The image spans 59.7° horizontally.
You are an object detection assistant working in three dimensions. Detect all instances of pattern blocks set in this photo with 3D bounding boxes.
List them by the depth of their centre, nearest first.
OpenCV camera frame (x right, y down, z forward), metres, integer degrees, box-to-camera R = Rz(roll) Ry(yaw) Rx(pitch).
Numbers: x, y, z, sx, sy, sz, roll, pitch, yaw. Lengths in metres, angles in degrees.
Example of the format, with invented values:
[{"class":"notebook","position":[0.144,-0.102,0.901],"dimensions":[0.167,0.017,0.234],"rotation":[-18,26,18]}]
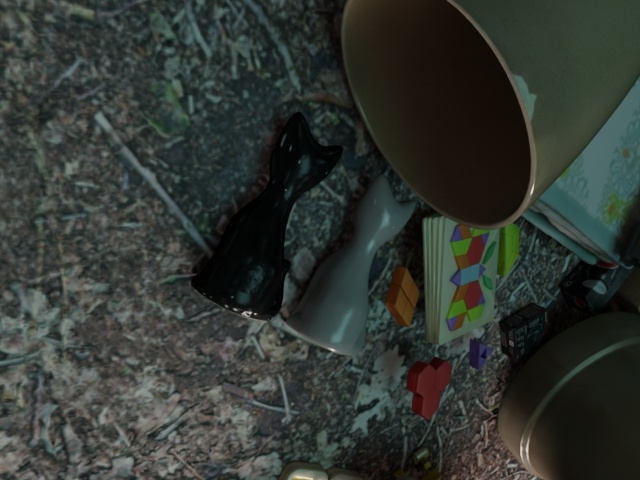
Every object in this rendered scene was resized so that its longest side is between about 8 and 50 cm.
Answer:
[{"class":"pattern blocks set","position":[0.187,0.042,0.730],"dimensions":[0.285,0.026,0.324],"rotation":[-30,119,-37]}]

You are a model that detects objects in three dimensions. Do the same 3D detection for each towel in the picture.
[{"class":"towel","position":[0.396,-0.152,0.777],"dimensions":[0.374,0.090,0.320],"rotation":[25,87,-40]}]

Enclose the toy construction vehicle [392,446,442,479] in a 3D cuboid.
[{"class":"toy construction vehicle","position":[0.151,0.374,0.857],"dimensions":[0.086,0.035,0.098],"rotation":[-22,116,-23]}]

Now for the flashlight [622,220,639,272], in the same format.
[{"class":"flashlight","position":[0.525,-0.091,0.783],"dimensions":[0.103,0.103,0.304],"rotation":[25,91,-15]}]

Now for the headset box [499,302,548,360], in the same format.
[{"class":"headset box","position":[0.327,0.143,0.887],"dimensions":[0.083,0.032,0.062],"rotation":[-24,118,-23]}]

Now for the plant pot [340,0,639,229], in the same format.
[{"class":"plant pot","position":[0.205,-0.189,0.547],"dimensions":[0.274,0.256,0.256],"rotation":[-33,120,-14]}]

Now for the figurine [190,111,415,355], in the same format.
[{"class":"figurine","position":[0.000,0.000,0.616],"dimensions":[0.215,0.092,0.209],"rotation":[29,86,-35]}]

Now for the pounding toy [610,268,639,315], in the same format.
[{"class":"pounding toy","position":[0.570,0.131,0.999],"dimensions":[0.206,0.094,0.181],"rotation":[-37,125,3]}]

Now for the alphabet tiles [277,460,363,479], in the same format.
[{"class":"alphabet tiles","position":[-0.050,0.439,0.768],"dimensions":[0.278,0.021,0.284],"rotation":[26,92,-34]}]

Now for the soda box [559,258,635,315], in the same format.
[{"class":"soda box","position":[0.479,0.042,0.932],"dimensions":[0.169,0.053,0.060],"rotation":[-45,123,-11]}]

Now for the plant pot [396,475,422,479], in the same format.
[{"class":"plant pot","position":[0.203,0.475,0.720],"dimensions":[0.306,0.334,0.333],"rotation":[27,92,-4]}]

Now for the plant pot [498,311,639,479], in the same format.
[{"class":"plant pot","position":[0.489,0.316,0.850],"dimensions":[0.323,0.280,0.323],"rotation":[-10,121,-17]}]
